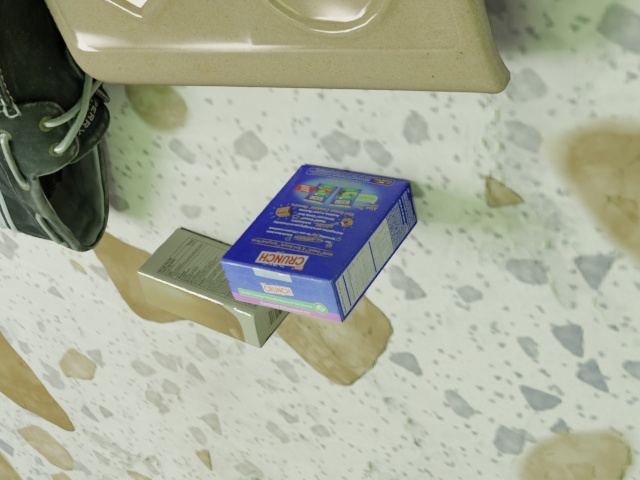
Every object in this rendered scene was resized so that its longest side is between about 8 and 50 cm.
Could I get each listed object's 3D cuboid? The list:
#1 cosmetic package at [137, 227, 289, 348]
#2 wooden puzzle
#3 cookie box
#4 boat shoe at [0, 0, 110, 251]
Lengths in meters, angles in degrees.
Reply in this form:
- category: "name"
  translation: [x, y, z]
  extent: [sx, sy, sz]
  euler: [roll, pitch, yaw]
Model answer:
- category: "cosmetic package"
  translation: [-0.082, 0.037, 0.957]
  extent: [0.115, 0.060, 0.041]
  euler: [20, 140, 27]
- category: "wooden puzzle"
  translation: [-0.070, -0.232, 0.656]
  extent: [0.322, 0.080, 0.348]
  euler: [7, 138, 36]
- category: "cookie box"
  translation: [0.000, 0.000, 0.806]
  extent: [0.092, 0.107, 0.040]
  euler: [11, 135, 33]
- category: "boat shoe"
  translation: [-0.208, -0.106, 0.885]
  extent: [0.119, 0.121, 0.335]
  euler: [22, 153, 9]
